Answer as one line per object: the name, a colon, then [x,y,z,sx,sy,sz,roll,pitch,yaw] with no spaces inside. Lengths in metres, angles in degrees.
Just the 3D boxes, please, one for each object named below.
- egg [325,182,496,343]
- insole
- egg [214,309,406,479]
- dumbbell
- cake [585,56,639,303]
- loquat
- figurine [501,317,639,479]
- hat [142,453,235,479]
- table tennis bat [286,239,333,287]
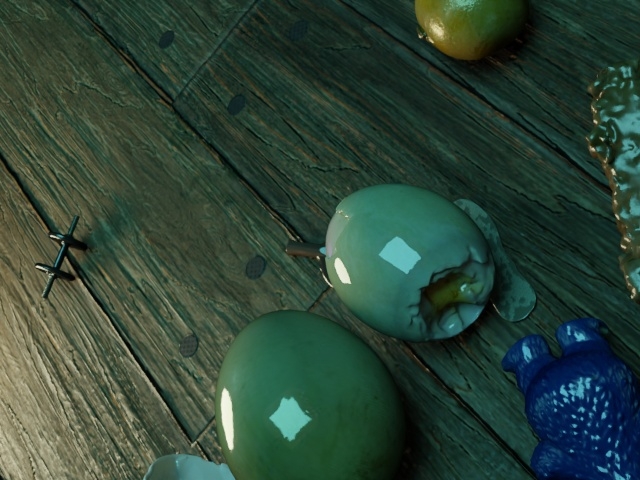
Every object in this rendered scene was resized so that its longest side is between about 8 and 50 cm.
egg: [0.097,0.018,1.174,0.183,0.183,0.217,-49,45,6]
insole: [0.209,0.022,1.206,0.065,0.006,0.193,-39,53,13]
egg: [-0.021,0.198,1.150,0.218,0.218,0.295,-47,39,8]
dumbbell: [-0.429,0.027,1.599,0.069,0.069,0.147,10,76,37]
cake: [0.432,-0.064,0.930,0.290,0.282,0.256,-16,68,23]
loquat: [0.202,-0.313,1.281,0.163,0.137,0.163,-27,39,24]
figurine: [0.289,0.198,0.998,0.164,0.120,0.262,-42,54,7]
hat: [-0.148,0.370,1.201,0.203,0.203,0.126,31,103,39]
table tennis bat: [0.000,0.000,1.287,0.169,0.119,0.108,6,72,34]
